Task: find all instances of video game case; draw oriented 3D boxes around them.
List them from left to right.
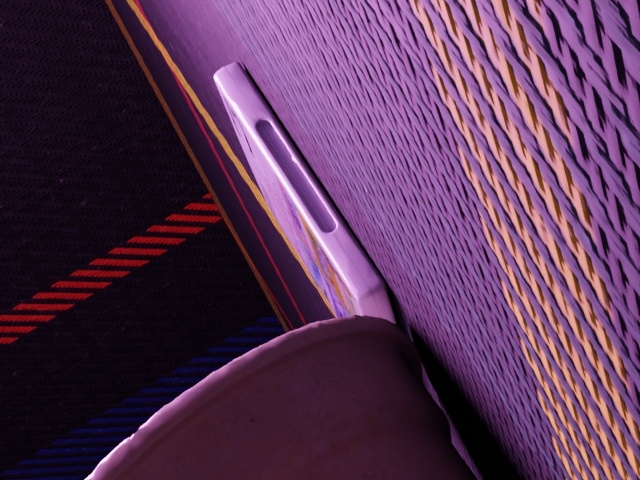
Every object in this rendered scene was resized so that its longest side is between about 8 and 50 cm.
[{"bbox_3d":[0.000,0.000,1.107,0.193,0.023,0.212,57,175,24],"label":"video game case"}]

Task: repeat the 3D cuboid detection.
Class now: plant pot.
[{"bbox_3d":[0.028,0.269,0.936,0.305,0.334,0.334,45,170,26],"label":"plant pot"}]
